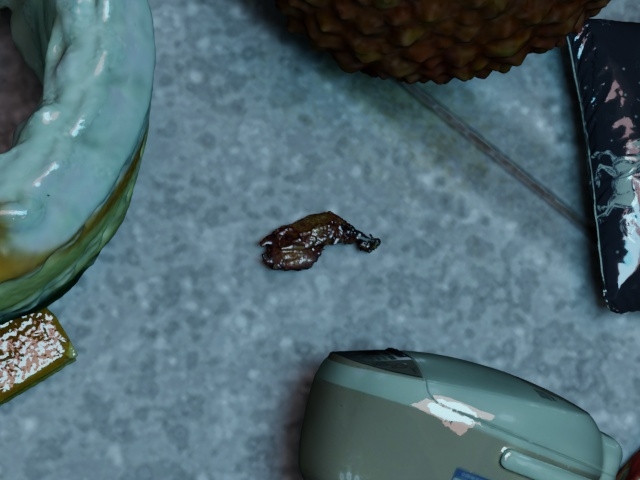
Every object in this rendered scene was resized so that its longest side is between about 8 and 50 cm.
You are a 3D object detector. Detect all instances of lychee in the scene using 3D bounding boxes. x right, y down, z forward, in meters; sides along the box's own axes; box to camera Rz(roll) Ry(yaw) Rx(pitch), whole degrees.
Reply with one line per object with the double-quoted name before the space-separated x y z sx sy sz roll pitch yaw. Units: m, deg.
"lychee" 0.078 -0.245 0.979 0.275 0.276 0.304 15 104 -12

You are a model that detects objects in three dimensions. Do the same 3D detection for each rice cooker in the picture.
"rice cooker" 0.085 0.137 0.981 0.206 0.145 0.127 25 87 -13

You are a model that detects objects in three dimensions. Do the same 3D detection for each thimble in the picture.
"thimble" -0.224 -0.086 0.906 0.254 0.167 0.288 23 69 -1

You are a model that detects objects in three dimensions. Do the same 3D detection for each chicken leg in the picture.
"chicken leg" -0.002 -0.001 1.043 0.083 0.021 0.036 -14 75 -21

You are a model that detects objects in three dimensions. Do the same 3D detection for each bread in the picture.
"bread" -0.212 0.059 0.969 0.094 0.035 0.090 -31 89 -18

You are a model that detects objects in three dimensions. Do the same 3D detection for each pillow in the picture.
"pillow" 0.240 -0.052 1.098 0.141 0.055 0.208 0 81 -22

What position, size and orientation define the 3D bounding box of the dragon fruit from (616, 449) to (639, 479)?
"dragon fruit" 0.254 0.223 1.018 0.211 0.134 0.262 -3 82 -10
